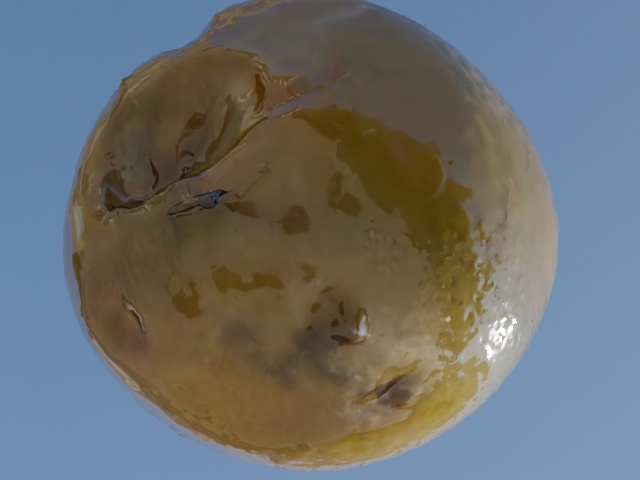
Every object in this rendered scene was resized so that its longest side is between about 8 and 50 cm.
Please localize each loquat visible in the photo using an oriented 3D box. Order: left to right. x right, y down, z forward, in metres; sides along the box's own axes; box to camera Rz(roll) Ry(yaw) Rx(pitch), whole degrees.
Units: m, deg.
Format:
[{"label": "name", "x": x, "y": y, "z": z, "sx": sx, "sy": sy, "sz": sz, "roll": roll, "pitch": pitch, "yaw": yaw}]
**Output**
[{"label": "loquat", "x": 0.000, "y": 0.000, "z": 0.804, "sx": 0.244, "sy": 0.244, "sz": 0.243, "roll": 14, "pitch": -61, "yaw": 27}]
